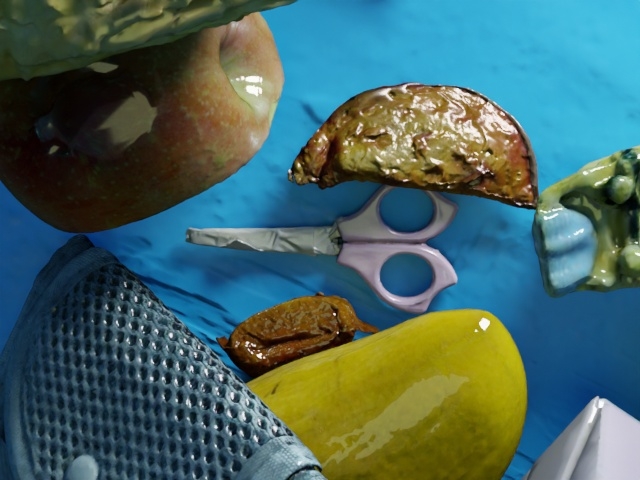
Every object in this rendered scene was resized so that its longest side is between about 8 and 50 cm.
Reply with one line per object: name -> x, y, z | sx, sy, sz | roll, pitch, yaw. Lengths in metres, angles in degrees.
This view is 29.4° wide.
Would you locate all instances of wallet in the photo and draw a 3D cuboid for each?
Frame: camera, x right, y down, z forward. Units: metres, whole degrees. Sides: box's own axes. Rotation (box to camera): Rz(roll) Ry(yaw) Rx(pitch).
wallet -> -0.146, 0.168, 0.853 | 0.342, 0.075, 0.237 | 40, 104, 41

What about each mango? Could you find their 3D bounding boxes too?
mango -> 0.011, 0.181, 0.910 | 0.331, 0.142, 0.195 | -24, 119, 10

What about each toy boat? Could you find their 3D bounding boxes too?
toy boat -> 0.288, -0.027, 0.891 | 0.276, 0.084, 0.111 | -13, 97, 3

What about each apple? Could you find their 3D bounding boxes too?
apple -> -0.139, -0.112, 0.852 | 0.188, 0.174, 0.207 | -22, 55, 26

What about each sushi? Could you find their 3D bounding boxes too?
sushi -> -0.017, 0.075, 0.941 | 0.120, 0.055, 0.052 | -23, 78, 4

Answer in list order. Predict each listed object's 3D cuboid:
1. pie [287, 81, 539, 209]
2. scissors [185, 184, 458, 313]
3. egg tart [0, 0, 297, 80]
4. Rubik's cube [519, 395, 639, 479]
pie -> 0.073, -0.076, 0.912 | 0.191, 0.033, 0.088 | 5, 82, 0
scissors -> 0.000, 0.000, 0.941 | 0.212, 0.021, 0.110 | 1, 98, 1
egg tart -> -0.174, -0.234, 0.755 | 0.339, 0.352, 0.153 | -9, 135, 4
Rubik's cube -> 0.217, 0.296, 0.857 | 0.224, 0.221, 0.231 | 32, 121, -3
